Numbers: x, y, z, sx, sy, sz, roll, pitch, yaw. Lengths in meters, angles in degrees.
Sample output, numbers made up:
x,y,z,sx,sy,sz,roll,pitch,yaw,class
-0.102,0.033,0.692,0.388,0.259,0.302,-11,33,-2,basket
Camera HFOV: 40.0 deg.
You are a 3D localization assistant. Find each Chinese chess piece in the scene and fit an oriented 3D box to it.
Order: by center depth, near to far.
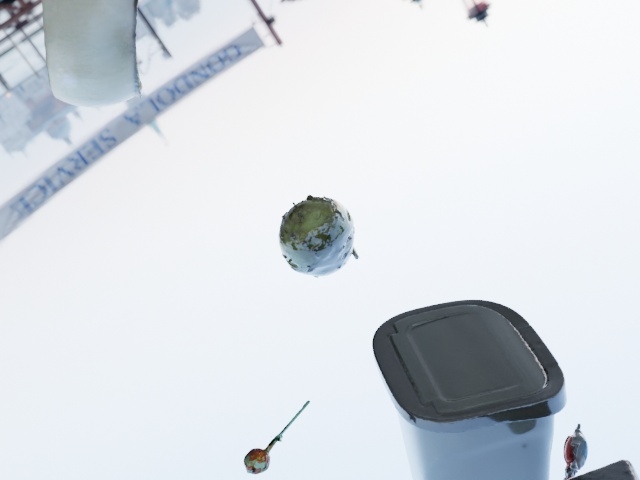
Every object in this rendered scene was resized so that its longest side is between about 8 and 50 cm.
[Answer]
x,y,z,sx,sy,sz,roll,pitch,yaw,class
-0.347,-0.374,1.346,0.141,0.338,0.338,-3,-166,-12,Chinese chess piece

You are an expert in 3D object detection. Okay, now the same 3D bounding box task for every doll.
x,y,z,sx,sy,sz,roll,pitch,yaw,class
0.398,0.335,1.371,0.039,0.057,0.114,-2,-133,36,doll

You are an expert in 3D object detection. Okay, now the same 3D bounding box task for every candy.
x,y,z,sx,sy,sz,roll,pitch,yaw,class
-0.080,0.382,1.712,0.184,0.049,0.055,-49,167,0,candy

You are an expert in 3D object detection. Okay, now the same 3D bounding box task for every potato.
x,y,z,sx,sy,sz,roll,pitch,yaw,class
0.000,0.000,1.302,0.117,0.090,0.225,-36,160,1,potato

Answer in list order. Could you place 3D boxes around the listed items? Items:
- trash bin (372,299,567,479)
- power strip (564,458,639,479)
x,y,z,sx,sy,sz,roll,pitch,yaw,class
0.200,0.240,1.168,0.219,0.250,0.220,-14,-147,-5,trash bin
0.323,0.340,0.955,0.105,0.070,0.256,-25,-170,13,power strip
